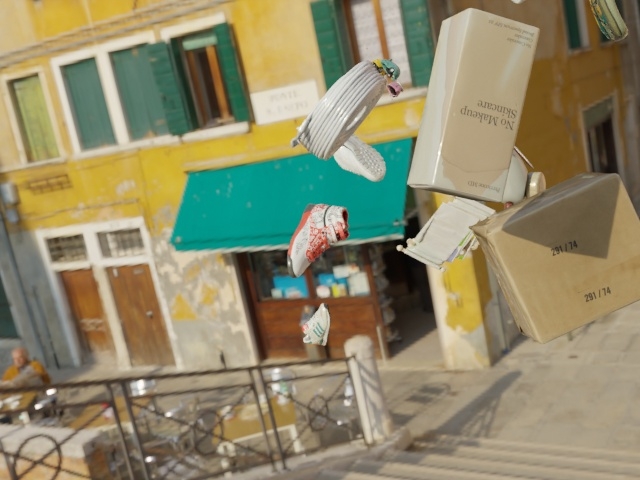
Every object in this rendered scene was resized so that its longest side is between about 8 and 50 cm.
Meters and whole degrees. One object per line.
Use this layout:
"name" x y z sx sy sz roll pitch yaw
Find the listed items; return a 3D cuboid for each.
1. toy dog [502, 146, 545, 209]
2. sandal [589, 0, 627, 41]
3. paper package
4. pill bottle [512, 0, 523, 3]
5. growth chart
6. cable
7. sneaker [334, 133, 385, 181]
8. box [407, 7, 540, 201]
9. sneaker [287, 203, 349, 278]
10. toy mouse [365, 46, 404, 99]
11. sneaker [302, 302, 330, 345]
"toy dog" 0.495 -0.187 2.044 0.220 0.334 0.161 -19 41 45
"sandal" 0.595 -0.572 1.583 0.086 0.302 0.120 -25 17 16
"paper package" 0.563 0.036 1.720 0.325 0.309 0.168 -26 7 1
"pill bottle" 0.577 -0.695 1.757 0.319 0.176 0.176 -29 10 4
"growth chart" 0.333 -0.016 1.910 0.237 0.172 0.021 -50 19 27
"cable" 0.056 -0.310 1.790 0.257 0.089 0.257 -51 -4 20
"sneaker" 0.110 -0.244 2.275 0.090 0.094 0.235 -12 48 -36
"box" 0.269 -0.233 1.332 0.148 0.311 0.121 10 2 -15
"sneaker" 0.000 -0.001 2.257 0.145 0.090 0.270 3 52 21
"toy mouse" 0.188 -0.424 1.951 0.031 0.161 0.143 -34 41 -9
"sneaker" -0.014 0.248 2.183 0.075 0.161 0.057 0 42 -9
